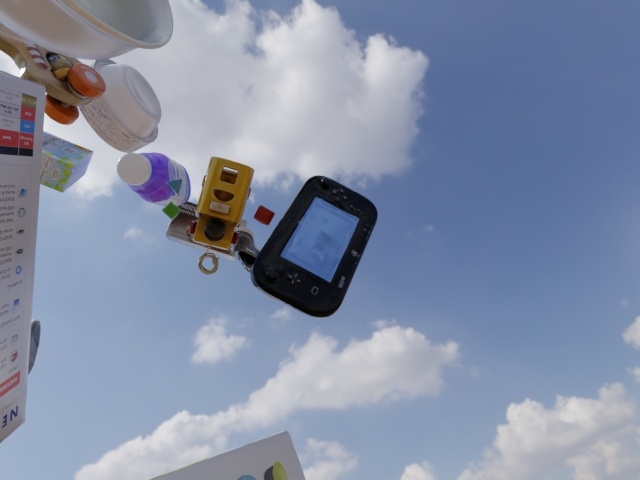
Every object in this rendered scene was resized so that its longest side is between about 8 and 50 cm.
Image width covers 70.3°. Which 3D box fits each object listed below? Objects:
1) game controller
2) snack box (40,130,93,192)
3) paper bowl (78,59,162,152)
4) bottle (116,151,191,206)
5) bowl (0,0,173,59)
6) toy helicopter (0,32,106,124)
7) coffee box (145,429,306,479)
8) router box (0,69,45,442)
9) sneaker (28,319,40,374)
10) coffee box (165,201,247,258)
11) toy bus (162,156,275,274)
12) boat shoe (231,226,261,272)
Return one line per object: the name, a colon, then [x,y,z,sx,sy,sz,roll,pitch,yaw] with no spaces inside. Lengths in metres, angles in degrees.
game controller: [0.000,0.000,0.854,0.167,0.319,0.067,22,-41,6]
snack box: [-0.606,-0.188,0.943,0.207,0.174,0.070,24,-77,-21]
paper bowl: [-0.613,-0.432,1.423,0.148,0.284,0.284,-23,-40,13]
bottle: [-0.387,-0.147,1.074,0.093,0.118,0.283,-9,-1,0]
bowl: [-0.318,-0.319,0.504,0.134,0.297,0.298,-25,-40,18]
toy helicopter: [-0.677,-0.447,1.037,0.140,0.234,0.355,-32,-34,22]
coffee box: [-0.209,0.566,0.749,0.335,0.337,0.338,2,-34,-45]
router box: [-0.277,0.036,0.225,0.082,0.335,0.300,8,-83,-3]
sneaker: [-0.700,0.270,0.905,0.179,0.295,0.123,11,-55,-13]
coffee box: [-0.401,-0.035,1.614,0.247,0.141,0.098,19,-15,-6]
toy bus: [-0.196,-0.062,0.890,0.191,0.202,0.104,-32,3,-15]
boat shoe: [-0.185,0.045,1.144,0.075,0.064,0.206,-1,-32,6]
